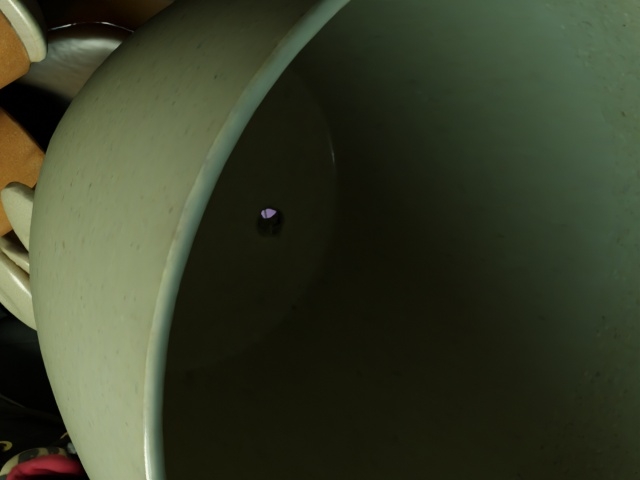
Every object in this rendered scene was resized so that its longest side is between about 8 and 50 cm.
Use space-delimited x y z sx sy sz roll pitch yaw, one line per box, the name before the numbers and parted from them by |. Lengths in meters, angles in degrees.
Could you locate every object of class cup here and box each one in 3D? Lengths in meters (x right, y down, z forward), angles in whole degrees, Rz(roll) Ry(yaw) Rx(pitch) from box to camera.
cup | 0.004 0.009 0.722 0.237 0.331 0.331 20 162 50

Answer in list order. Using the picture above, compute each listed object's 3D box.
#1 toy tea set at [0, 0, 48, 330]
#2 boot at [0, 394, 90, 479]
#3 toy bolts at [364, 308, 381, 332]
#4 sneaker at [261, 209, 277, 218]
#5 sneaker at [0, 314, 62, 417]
toy tea set | -0.126 -0.032 0.907 0.200 0.124 0.336 39 161 22
boot | -0.186 0.158 0.989 0.377 0.138 0.284 26 165 -9
toy bolts | 0.087 0.129 0.914 0.218 0.158 0.228 -19 160 38
sneaker | 0.000 0.000 0.908 0.071 0.068 0.170 -12 140 30
sneaker | -0.136 0.126 1.164 0.118 0.083 0.222 -14 137 41
